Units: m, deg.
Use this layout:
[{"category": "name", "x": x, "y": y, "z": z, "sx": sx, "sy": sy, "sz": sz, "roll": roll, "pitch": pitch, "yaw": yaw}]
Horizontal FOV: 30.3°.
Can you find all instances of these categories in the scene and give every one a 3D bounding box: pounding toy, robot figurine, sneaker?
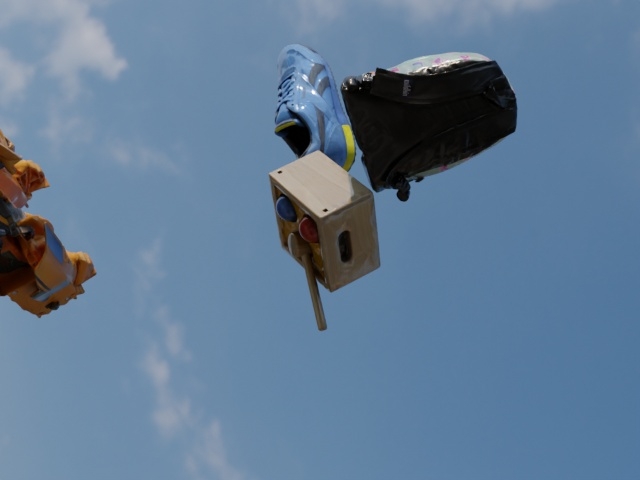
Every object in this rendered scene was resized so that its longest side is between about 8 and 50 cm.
[{"category": "pounding toy", "x": 0.000, "y": 0.000, "z": 1.342, "sx": 0.130, "sy": 0.100, "sz": 0.141, "roll": 41, "pitch": -31, "yaw": 43}, {"category": "robot figurine", "x": -0.268, "y": -0.052, "z": 0.912, "sx": 0.211, "sy": 0.085, "sz": 0.291, "roll": 57, "pitch": -8, "yaw": 20}, {"category": "sneaker", "x": -0.025, "y": -0.170, "z": 1.465, "sx": 0.069, "sy": 0.082, "sz": 0.209, "roll": -51, "pitch": -133, "yaw": 41}]

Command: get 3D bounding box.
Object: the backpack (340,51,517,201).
[{"category": "backpack", "x": 0.123, "y": -0.145, "z": 1.307, "sx": 0.115, "sy": 0.182, "sz": 0.151, "roll": -107, "pitch": 178, "yaw": -68}]
